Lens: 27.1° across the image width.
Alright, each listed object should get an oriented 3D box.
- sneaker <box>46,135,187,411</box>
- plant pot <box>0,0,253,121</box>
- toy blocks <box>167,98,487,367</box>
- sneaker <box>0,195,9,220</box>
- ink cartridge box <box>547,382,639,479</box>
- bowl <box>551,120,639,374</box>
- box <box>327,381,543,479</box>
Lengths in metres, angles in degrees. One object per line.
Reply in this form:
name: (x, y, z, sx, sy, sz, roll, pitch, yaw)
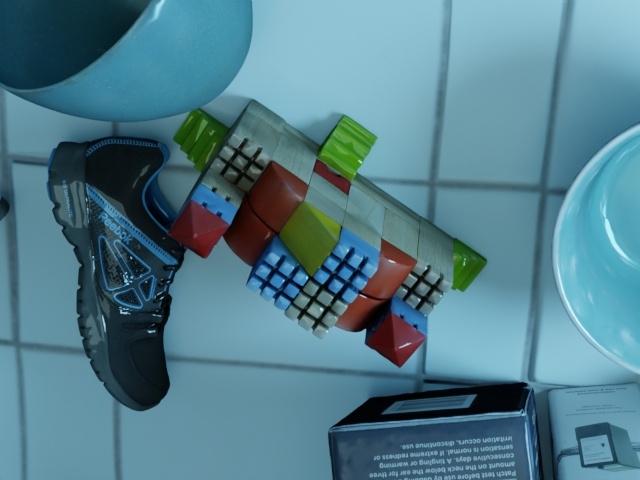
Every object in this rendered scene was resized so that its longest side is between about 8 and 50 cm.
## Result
sneaker: (-0.213, 0.044, 1.541, 0.140, 0.125, 0.340, -9, 112, 4)
plant pot: (-0.183, -0.237, 1.372, 0.290, 0.290, 0.195, -37, 139, 18)
toy blocks: (0.000, 0.000, 1.427, 0.381, 0.261, 0.190, 34, 111, -8)
sneaker: (-0.510, -0.049, 1.552, 0.270, 0.090, 0.145, -15, 112, 14)
ink cartridge box: (0.327, 0.314, 1.509, 0.115, 0.273, 0.198, -5, 111, 8)
bowl: (0.402, -0.016, 1.432, 0.312, 0.163, 0.311, 2, 111, 6)
box: (0.152, 0.374, 1.474, 0.212, 0.293, 0.395, -6, 89, 10)
